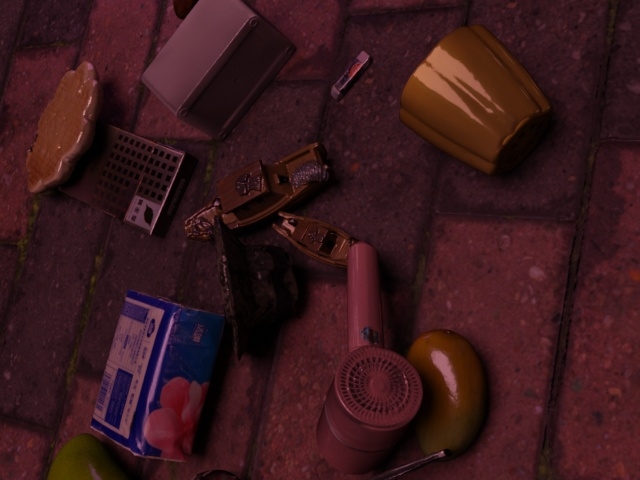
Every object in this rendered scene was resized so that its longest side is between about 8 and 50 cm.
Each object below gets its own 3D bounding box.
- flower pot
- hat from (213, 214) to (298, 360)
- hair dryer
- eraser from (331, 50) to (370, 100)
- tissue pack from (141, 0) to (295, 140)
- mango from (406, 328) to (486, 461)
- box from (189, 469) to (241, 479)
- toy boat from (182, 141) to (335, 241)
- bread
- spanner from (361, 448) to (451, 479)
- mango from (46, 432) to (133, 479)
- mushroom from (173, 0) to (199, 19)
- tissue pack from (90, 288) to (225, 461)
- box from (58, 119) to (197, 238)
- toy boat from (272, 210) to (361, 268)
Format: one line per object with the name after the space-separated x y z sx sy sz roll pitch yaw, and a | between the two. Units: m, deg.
0.248 -0.205 1.309 0.179 0.195 0.195 45 101 22 | flower pot
-0.108 0.076 1.465 0.128 0.265 0.265 -6 66 -10 | hat
0.068 0.159 1.307 0.125 0.210 0.352 5 57 -6 | hair dryer
0.054 -0.301 1.557 0.099 0.019 0.027 -48 55 10 | eraser
-0.196 -0.341 1.649 0.246 0.159 0.136 -49 57 10 | tissue pack
0.181 0.228 1.260 0.130 0.092 0.195 5 83 32 | mango
-0.208 0.463 1.408 0.135 0.151 0.151 -20 64 35 | box
-0.120 -0.080 1.539 0.321 0.121 0.089 -25 68 24 | toy boat
-0.562 -0.247 1.880 0.316 0.054 0.316 -29 50 40 | bread
0.061 0.367 1.272 0.325 0.093 0.026 -33 66 32 | spanner
-0.398 0.490 1.514 0.192 0.156 0.343 -33 53 4 | mango
-0.265 -0.527 1.807 0.129 0.073 0.088 -21 34 24 | mushroom
-0.289 0.237 1.532 0.209 0.137 0.270 7 82 48 | tissue pack
-0.411 -0.138 1.792 0.325 0.047 0.180 22 88 37 | box
0.000 0.000 1.463 0.206 0.072 0.064 24 87 35 | toy boat
